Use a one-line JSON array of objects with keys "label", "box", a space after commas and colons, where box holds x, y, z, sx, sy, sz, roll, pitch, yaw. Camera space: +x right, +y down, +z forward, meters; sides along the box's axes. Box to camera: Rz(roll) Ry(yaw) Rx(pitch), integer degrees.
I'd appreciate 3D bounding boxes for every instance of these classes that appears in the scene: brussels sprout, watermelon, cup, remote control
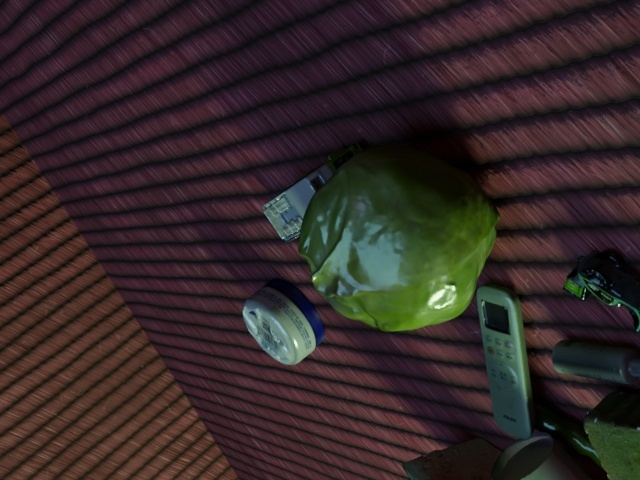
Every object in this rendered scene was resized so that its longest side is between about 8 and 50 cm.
[{"label": "brussels sprout", "box": [0.133, -0.001, 1.343, 0.328, 0.247, 0.328, 15, 119, 30]}, {"label": "watermelon", "box": [0.347, 0.524, 1.750, 0.260, 0.256, 0.176, 31, 102, 45]}, {"label": "cup", "box": [0.451, 0.501, 1.505, 0.288, 0.203, 0.203, 52, 151, -8]}, {"label": "remote control", "box": [0.337, 0.218, 1.482, 0.090, 0.038, 0.310, 18, 127, 50]}]

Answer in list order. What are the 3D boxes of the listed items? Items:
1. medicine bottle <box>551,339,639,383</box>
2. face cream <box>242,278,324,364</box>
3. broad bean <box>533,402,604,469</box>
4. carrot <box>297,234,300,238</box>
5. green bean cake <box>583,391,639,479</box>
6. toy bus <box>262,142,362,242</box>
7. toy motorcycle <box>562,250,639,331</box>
[{"label": "medicine bottle", "box": [0.462, 0.195, 1.305, 0.199, 0.057, 0.058, 1, 123, 54]}, {"label": "face cream", "box": [-0.098, 0.208, 2.063, 0.206, 0.111, 0.206, 36, 146, 29]}, {"label": "broad bean", "box": [0.459, 0.357, 1.502, 0.254, 0.046, 0.065, 31, 158, 31]}, {"label": "carrot", "box": [0.000, 0.000, 1.735, 0.314, 0.066, 0.066, 32, 146, 32]}, {"label": "green bean cake", "box": [0.534, 0.331, 1.316, 0.173, 0.094, 0.181, 3, 126, 54]}, {"label": "toy bus", "box": [-0.010, -0.080, 1.579, 0.113, 0.139, 0.301, 56, 153, -4]}, {"label": "toy motorcycle", "box": [0.443, 0.082, 1.206, 0.173, 0.058, 0.100, 36, 154, 29]}]
